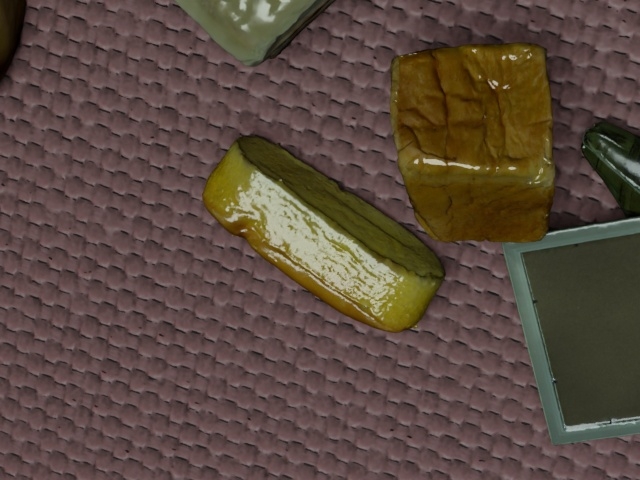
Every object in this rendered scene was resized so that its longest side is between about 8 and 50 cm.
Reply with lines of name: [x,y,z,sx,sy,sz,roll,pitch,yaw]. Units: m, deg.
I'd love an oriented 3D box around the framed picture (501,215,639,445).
framed picture: [0.334,0.073,1.651,0.293,0.018,0.231,-9,113,16]

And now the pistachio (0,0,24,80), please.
pistachio: [-0.365,-0.220,1.721,0.165,0.130,0.210,-10,104,-25]

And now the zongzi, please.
zongzi: [0.278,-0.045,1.647,0.104,0.052,0.113,26,122,14]

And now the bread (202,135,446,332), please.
bread: [0.000,0.000,1.695,0.245,0.102,0.094,34,107,2]

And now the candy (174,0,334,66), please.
candy: [-0.009,-0.317,1.600,0.321,0.135,0.179,-40,90,19]

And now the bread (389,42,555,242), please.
bread: [0.136,-0.089,1.593,0.143,0.158,0.149,-4,63,7]
